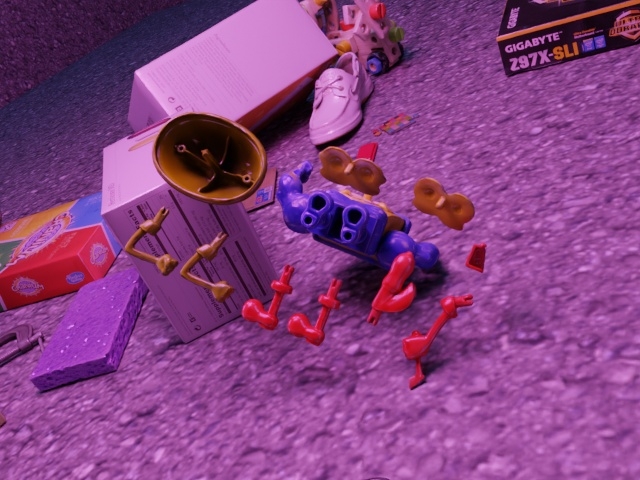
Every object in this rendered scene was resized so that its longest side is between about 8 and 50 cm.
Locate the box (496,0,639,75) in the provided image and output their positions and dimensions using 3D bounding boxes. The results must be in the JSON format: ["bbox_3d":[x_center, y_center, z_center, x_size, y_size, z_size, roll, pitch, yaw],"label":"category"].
[{"bbox_3d":[0.454,-0.412,1.206,0.257,0.079,0.322,-8,32,26],"label":"box"}]

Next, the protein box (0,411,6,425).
[{"bbox_3d":[-0.537,0.196,0.825,0.135,0.201,0.200,9,43,47],"label":"protein box"}]

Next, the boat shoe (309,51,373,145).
[{"bbox_3d":[0.026,-0.269,1.280,0.098,0.096,0.277,-13,30,22],"label":"boat shoe"}]

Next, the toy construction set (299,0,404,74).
[{"bbox_3d":[0.055,-0.445,1.431,0.151,0.215,0.327,-35,30,-18],"label":"toy construction set"}]

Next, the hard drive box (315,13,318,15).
[{"bbox_3d":[-0.120,-0.521,1.834,0.181,0.089,0.232,-36,30,-21],"label":"hard drive box"}]

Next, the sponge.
[{"bbox_3d":[-0.312,0.116,0.964,0.117,0.031,0.210,-19,29,12],"label":"sponge"}]

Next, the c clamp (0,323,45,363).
[{"bbox_3d":[-0.479,0.170,1.015,0.160,0.022,0.137,-29,29,-9],"label":"c clamp"}]

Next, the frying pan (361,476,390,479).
[{"bbox_3d":[-0.111,0.272,0.529,0.326,0.053,0.197,-17,30,22],"label":"frying pan"}]

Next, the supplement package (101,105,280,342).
[{"bbox_3d":[-0.178,-0.034,0.929,0.145,0.204,0.262,-28,29,-4],"label":"supplement package"}]

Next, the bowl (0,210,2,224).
[{"bbox_3d":[-0.721,-0.014,1.300,0.312,0.163,0.311,-57,11,17],"label":"bowl"}]

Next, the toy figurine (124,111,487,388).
[{"bbox_3d":[0.000,0.000,0.775,0.362,0.191,0.217,20,3,14],"label":"toy figurine"}]

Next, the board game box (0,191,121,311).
[{"bbox_3d":[-0.492,0.020,1.235,0.316,0.064,0.242,-16,30,18],"label":"board game box"}]

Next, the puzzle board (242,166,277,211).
[{"bbox_3d":[-0.120,-0.078,1.164,0.096,0.011,0.128,-18,29,10],"label":"puzzle board"}]

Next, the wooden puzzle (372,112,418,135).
[{"bbox_3d":[0.128,-0.197,1.172,0.083,0.006,0.049,-29,28,-7],"label":"wooden puzzle"}]

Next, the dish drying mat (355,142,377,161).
[{"bbox_3d":[0.072,-0.135,1.109,0.032,0.008,0.083,-14,30,21],"label":"dish drying mat"}]

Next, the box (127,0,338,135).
[{"bbox_3d":[-0.170,-0.290,1.315,0.345,0.168,0.215,-39,1,-23],"label":"box"}]
